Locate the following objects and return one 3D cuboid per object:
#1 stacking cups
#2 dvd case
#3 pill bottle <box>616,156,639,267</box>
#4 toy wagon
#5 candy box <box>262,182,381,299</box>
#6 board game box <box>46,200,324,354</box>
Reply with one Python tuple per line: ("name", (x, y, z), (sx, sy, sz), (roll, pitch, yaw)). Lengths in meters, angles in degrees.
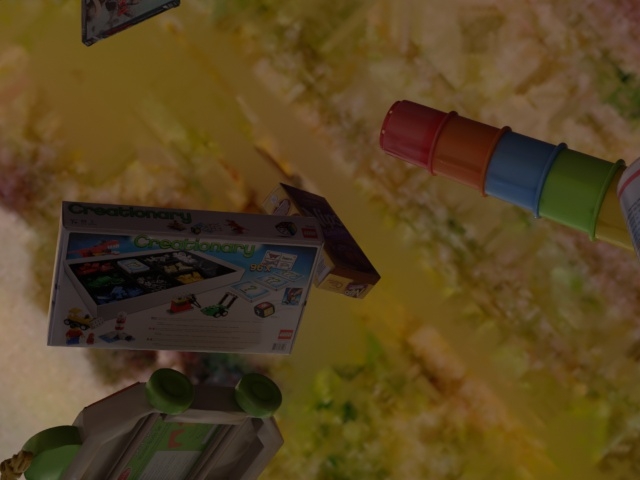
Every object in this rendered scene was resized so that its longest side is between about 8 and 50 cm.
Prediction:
("stacking cups", (0.211, -0.065, 1.335), (0.316, 0.096, 0.096), (18, 166, 21))
("dvd case", (-0.198, -0.258, 1.320), (0.013, 0.119, 0.087), (34, -136, -52))
("pill bottle", (0.263, 0.017, 0.870), (0.087, 0.087, 0.160), (53, -157, -58))
("toy wagon", (-0.211, 0.250, 1.498), (0.344, 0.267, 0.068), (9, -140, -35))
("candy box", (0.000, 0.000, 1.918), (0.109, 0.053, 0.187), (16, -150, -48))
("board game box", (-0.165, 0.050, 1.525), (0.053, 0.305, 0.193), (-105, 24, -48))
